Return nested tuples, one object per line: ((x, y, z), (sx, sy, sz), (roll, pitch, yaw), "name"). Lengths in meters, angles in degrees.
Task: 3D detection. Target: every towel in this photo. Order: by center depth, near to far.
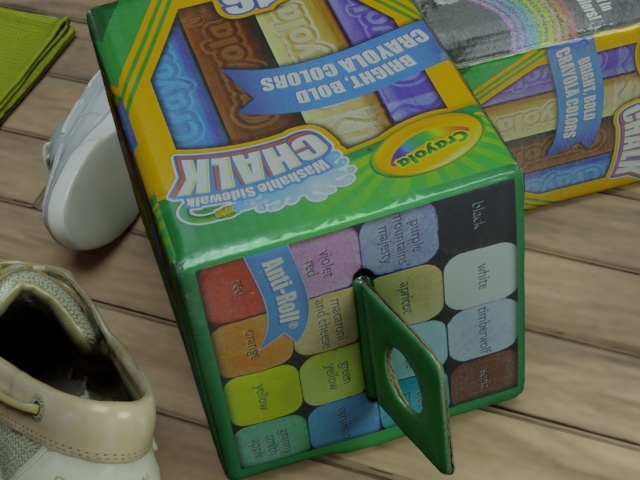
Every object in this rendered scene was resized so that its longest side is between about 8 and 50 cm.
((-0.274, -0.092, 1.051), (0.102, 0.021, 0.237), (15, 49, 20), "towel")

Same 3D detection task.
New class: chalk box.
((0.000, 0.000, 0.813), (0.179, 0.180, 0.289), (-15, 44, -8), "chalk box")
((0.159, -0.117, 0.943), (0.213, 0.132, 0.132), (-13, 44, -6), "chalk box")

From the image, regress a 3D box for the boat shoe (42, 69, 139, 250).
((-0.147, -0.062, 0.979), (0.063, 0.066, 0.184), (-3, 46, 24), "boat shoe")

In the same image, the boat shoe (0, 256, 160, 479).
((-0.152, 0.057, 0.784), (0.109, 0.098, 0.302), (1, 21, -26), "boat shoe")
